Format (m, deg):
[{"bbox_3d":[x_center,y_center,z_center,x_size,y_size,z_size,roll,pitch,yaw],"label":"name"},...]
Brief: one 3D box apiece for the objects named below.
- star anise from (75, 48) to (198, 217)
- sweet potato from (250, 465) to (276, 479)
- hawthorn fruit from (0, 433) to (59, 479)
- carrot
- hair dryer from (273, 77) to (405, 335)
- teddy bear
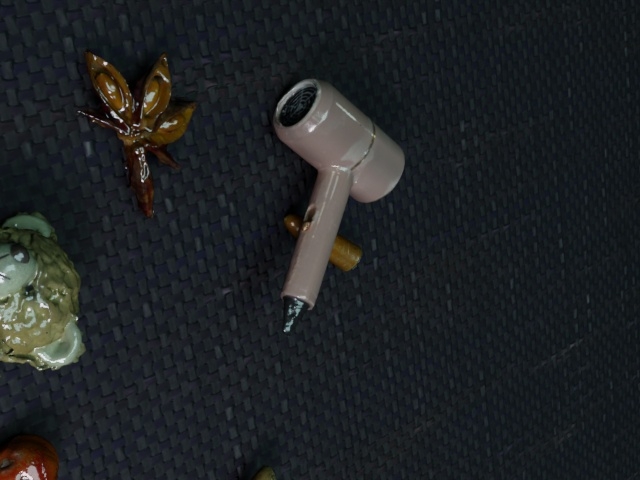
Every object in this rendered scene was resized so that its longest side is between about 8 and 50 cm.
[{"bbox_3d":[-0.210,-0.152,1.110,0.157,0.053,0.212,-45,121,-26],"label":"star anise"},{"bbox_3d":[-0.162,0.441,1.209,0.310,0.098,0.124,-36,147,-35],"label":"sweet potato"},{"bbox_3d":[-0.347,0.269,1.044,0.093,0.093,0.093,-7,101,-40],"label":"hawthorn fruit"},{"bbox_3d":[0.000,0.000,1.320,0.139,0.048,0.048,31,76,-37],"label":"carrot"},{"bbox_3d":[-0.005,-0.036,1.231,0.189,0.106,0.344,36,59,-38],"label":"hair dryer"},{"bbox_3d":[-0.369,0.061,0.940,0.256,0.156,0.267,-10,74,-35],"label":"teddy bear"}]
